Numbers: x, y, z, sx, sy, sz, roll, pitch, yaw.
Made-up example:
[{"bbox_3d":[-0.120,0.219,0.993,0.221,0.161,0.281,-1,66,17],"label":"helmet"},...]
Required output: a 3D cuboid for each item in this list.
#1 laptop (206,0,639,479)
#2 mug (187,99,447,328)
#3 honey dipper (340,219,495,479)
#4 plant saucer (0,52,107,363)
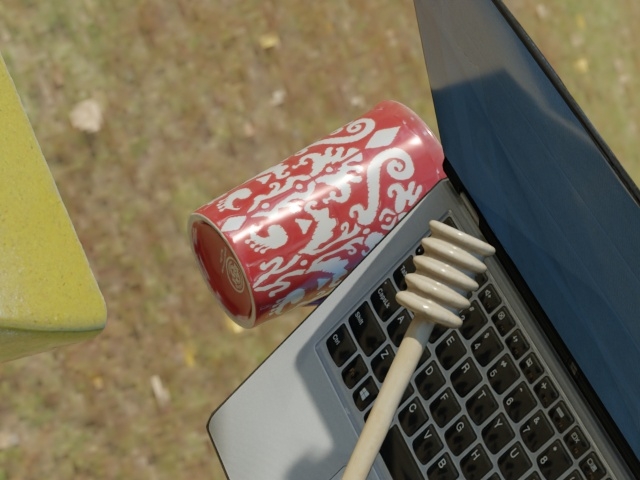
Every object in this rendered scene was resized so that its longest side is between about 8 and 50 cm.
[{"bbox_3d":[0.048,0.085,0.991,0.236,0.408,0.382,25,27,-42],"label":"laptop"},{"bbox_3d":[0.005,0.001,1.269,0.113,0.169,0.150,31,-38,52],"label":"mug"},{"bbox_3d":[0.025,0.069,0.731,0.161,0.030,0.030,-65,154,0],"label":"honey dipper"},{"bbox_3d":[-0.365,-0.028,1.290,0.081,0.332,0.333,-55,127,-65],"label":"plant saucer"}]
